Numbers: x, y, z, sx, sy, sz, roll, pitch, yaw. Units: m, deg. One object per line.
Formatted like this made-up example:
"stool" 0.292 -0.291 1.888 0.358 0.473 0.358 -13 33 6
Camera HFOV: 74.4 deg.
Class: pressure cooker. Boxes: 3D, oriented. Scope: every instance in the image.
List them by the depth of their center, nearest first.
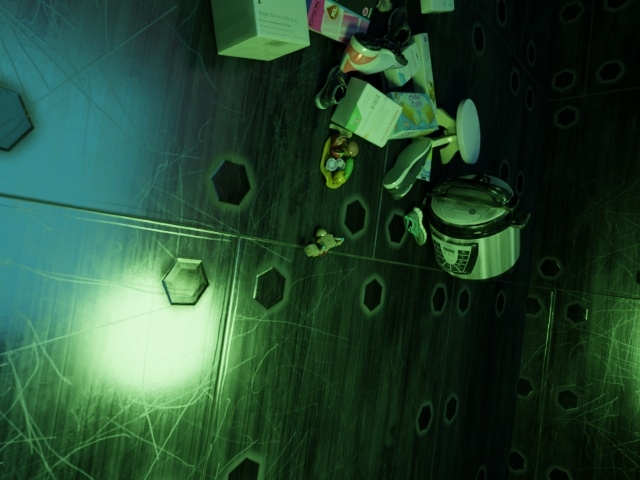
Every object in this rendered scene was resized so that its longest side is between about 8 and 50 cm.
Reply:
"pressure cooker" 0.636 -0.082 1.769 0.376 0.369 0.421 -97 168 -49

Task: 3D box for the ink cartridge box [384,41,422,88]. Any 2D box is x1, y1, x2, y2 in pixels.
"ink cartridge box" 0.316 -0.677 1.624 0.181 0.061 0.104 -47 125 -32

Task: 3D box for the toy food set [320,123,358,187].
"toy food set" 0.073 -0.281 1.398 0.128 0.071 0.218 18 80 -46

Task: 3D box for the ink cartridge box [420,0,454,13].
"ink cartridge box" 0.452 -1.023 1.653 0.189 0.066 0.233 -29 119 -40

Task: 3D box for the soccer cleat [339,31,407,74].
"soccer cleat" 0.183 -0.613 1.425 0.318 0.116 0.109 -19 69 -49

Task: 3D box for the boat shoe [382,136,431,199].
"boat shoe" 0.354 -0.288 1.672 0.302 0.114 0.091 -48 125 -18

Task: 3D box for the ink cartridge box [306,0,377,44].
"ink cartridge box" 0.026 -0.708 1.253 0.370 0.069 0.176 -8 127 -48

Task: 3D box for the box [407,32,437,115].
"box" 0.419 -0.669 1.730 0.063 0.067 0.324 -29 113 -42

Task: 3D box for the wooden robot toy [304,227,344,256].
"wooden robot toy" 0.000 0.000 1.371 0.173 0.076 0.079 -21 74 -43

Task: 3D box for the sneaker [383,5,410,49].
"sneaker" 0.296 -0.777 1.562 0.078 0.106 0.235 40 65 -42

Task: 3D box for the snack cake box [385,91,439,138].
"snack cake box" 0.333 -0.478 1.614 0.264 0.089 0.152 -18 91 -44

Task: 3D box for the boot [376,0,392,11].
"boot" 0.230 -0.894 1.530 0.086 0.042 0.119 -9 99 -43

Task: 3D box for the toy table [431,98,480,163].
"toy table" 0.594 -0.472 1.863 0.252 0.160 0.275 -23 110 -43

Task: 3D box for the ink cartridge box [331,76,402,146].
"ink cartridge box" 0.160 -0.428 1.427 0.212 0.093 0.155 13 110 -45

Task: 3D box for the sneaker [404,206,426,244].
"sneaker" 0.393 -0.052 1.774 0.076 0.065 0.167 -26 110 -24

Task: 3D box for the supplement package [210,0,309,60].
"supplement package" -0.158 -0.629 1.050 0.177 0.175 0.293 -16 105 -43

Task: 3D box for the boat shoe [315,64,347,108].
"boat shoe" 0.059 -0.497 1.355 0.065 0.083 0.184 45 62 -39

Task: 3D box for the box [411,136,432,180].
"box" 0.426 -0.345 1.783 0.108 0.042 0.179 3 91 -45
